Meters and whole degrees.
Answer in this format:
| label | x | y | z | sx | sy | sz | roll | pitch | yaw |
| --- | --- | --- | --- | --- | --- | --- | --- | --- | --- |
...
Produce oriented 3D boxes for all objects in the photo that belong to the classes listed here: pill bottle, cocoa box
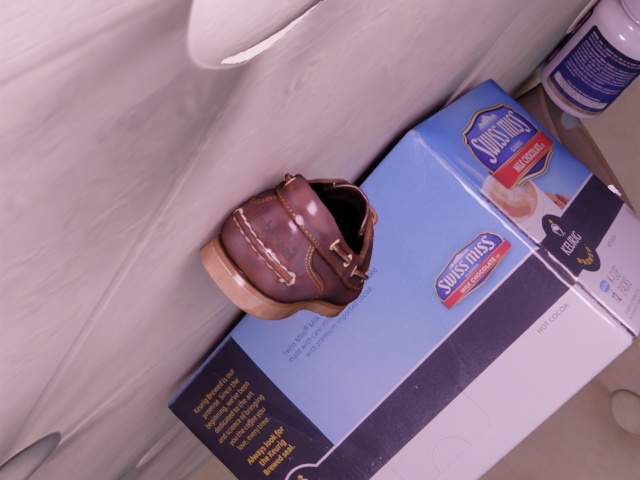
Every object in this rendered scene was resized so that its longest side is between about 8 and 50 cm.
| label | x | y | z | sx | sy | sz | roll | pitch | yaw |
| --- | --- | --- | --- | --- | --- | --- | --- | --- | --- |
| pill bottle | 0.344 | -0.229 | 1.473 | 0.094 | 0.094 | 0.169 | -40 | 172 | -45 |
| cocoa box | 0.085 | 0.074 | 1.062 | 0.347 | 0.228 | 0.231 | -48 | 174 | 28 |

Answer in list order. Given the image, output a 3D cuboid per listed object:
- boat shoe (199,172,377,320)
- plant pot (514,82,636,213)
| label | x | y | z | sx | sy | sz | roll | pitch | yaw |
| --- | --- | --- | --- | --- | --- | --- | --- | --- | --- |
| boat shoe | 0.000 | 0.000 | 0.699 | 0.073 | 0.073 | 0.207 | -44 | 175 | 10 |
| plant pot | 0.243 | 0.004 | 1.595 | 0.280 | 0.323 | 0.323 | -29 | 180 | 19 |
